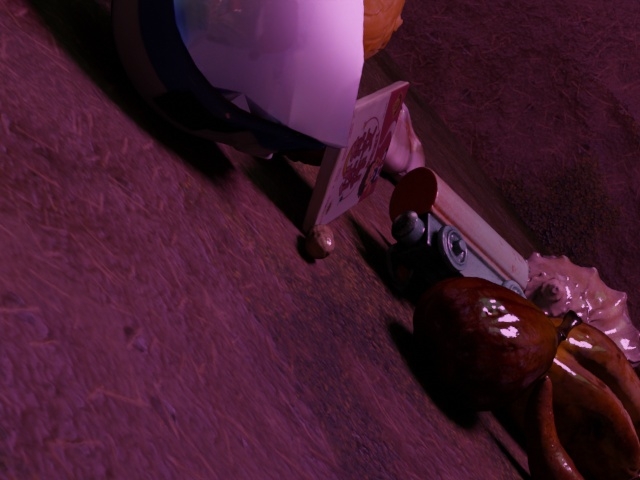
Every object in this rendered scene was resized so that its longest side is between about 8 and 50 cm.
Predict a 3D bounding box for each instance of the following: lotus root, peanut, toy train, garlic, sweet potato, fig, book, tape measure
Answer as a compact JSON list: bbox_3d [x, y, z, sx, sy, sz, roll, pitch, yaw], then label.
[{"bbox_3d":[0.353,0.214,1.760,0.291,0.193,0.193,44,15,-26],"label":"lotus root"},{"bbox_3d":[0.000,0.000,1.474,0.037,0.037,0.083,49,14,-7],"label":"peanut"},{"bbox_3d":[0.194,0.021,1.774,0.285,0.116,0.177,38,43,-36],"label":"toy train"},{"bbox_3d":[0.131,-0.162,2.233,0.174,0.099,0.124,37,33,-47],"label":"garlic"},{"bbox_3d":[0.307,0.297,1.595,0.255,0.078,0.058,63,12,-1],"label":"sweet potato"},{"bbox_3d":[0.235,0.123,1.593,0.274,0.145,0.170,-4,47,-40],"label":"fig"},{"bbox_3d":[0.047,-0.108,1.584,0.022,0.162,0.232,22,21,14],"label":"book"},{"bbox_3d":[-0.094,-0.233,1.366,0.262,0.138,0.259,11,77,-38],"label":"tape measure"}]

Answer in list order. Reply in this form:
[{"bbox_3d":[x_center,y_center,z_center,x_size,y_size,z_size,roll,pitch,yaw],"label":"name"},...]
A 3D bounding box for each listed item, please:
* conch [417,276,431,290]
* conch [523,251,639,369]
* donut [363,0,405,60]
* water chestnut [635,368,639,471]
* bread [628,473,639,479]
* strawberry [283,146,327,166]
[{"bbox_3d":[0.153,0.031,1.868,0.065,0.088,0.180,-31,92,-32],"label":"conch"},{"bbox_3d":[0.384,0.128,1.963,0.263,0.186,0.324,25,-3,17],"label":"conch"},{"bbox_3d":[-0.006,-0.480,2.127,0.449,0.198,0.449,18,68,-54],"label":"donut"},{"bbox_3d":[0.525,0.287,2.117,0.224,0.238,0.223,22,-3,1],"label":"water chestnut"},{"bbox_3d":[0.448,0.395,1.677,0.160,0.140,0.169,49,11,21],"label":"bread"},{"bbox_3d":[-0.088,-0.231,1.617,0.336,0.149,0.265,60,0,-4],"label":"strawberry"}]
